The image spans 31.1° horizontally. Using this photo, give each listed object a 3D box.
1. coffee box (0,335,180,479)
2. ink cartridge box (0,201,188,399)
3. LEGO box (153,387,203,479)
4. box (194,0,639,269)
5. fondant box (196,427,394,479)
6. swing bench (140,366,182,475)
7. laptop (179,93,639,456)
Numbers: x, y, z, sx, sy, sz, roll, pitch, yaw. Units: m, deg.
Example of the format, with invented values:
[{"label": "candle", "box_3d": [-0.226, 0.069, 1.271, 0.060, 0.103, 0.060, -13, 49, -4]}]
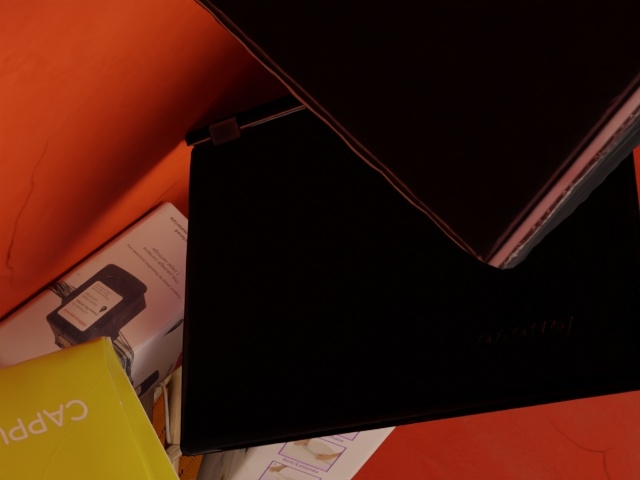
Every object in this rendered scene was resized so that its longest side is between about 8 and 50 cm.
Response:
[{"label": "coffee box", "box_3d": [-0.259, 0.321, 0.802, 0.338, 0.338, 0.334, -17, 155, -31]}, {"label": "ink cartridge box", "box_3d": [-0.206, 0.098, 1.059, 0.237, 0.100, 0.172, -40, 167, -31]}, {"label": "LEGO box", "box_3d": [-0.077, 0.206, 1.749, 0.372, 0.193, 0.500, -36, 166, -45]}, {"label": "box", "box_3d": [0.210, -0.313, 0.560, 0.472, 0.297, 0.480, -34, 164, -44]}, {"label": "fondant box", "box_3d": [-0.017, 0.140, 1.080, 0.238, 0.096, 0.330, -77, -166, -47]}, {"label": "swing bench", "box_3d": [-0.211, 0.214, 1.287, 0.253, 0.165, 0.254, 87, 22, -75]}, {"label": "laptop", "box_3d": [0.102, -0.040, 0.935, 0.382, 0.236, 0.408, -14, -170, 32]}]
